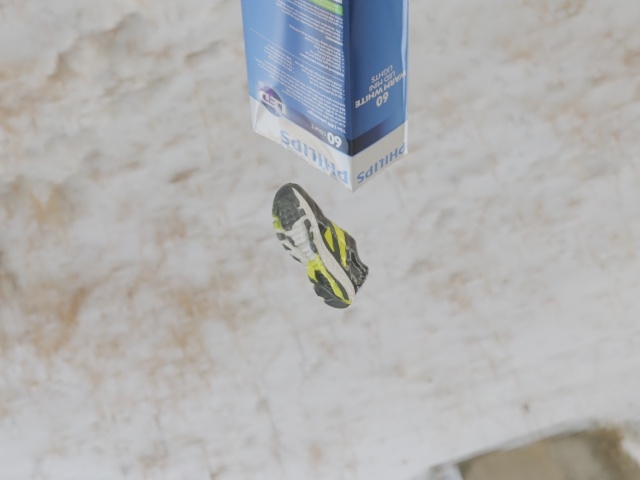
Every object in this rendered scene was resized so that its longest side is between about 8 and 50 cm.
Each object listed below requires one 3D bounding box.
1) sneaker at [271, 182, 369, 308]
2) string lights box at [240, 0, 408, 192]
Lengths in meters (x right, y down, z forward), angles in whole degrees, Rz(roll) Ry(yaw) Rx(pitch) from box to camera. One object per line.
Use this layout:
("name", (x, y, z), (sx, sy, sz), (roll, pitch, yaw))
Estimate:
("sneaker", (0.000, 0.000, 0.888), (0.031, 0.083, 0.035), (-14, -160, 42))
("string lights box", (0.002, -0.181, 1.242), (0.077, 0.133, 0.259), (-36, 143, -30))
